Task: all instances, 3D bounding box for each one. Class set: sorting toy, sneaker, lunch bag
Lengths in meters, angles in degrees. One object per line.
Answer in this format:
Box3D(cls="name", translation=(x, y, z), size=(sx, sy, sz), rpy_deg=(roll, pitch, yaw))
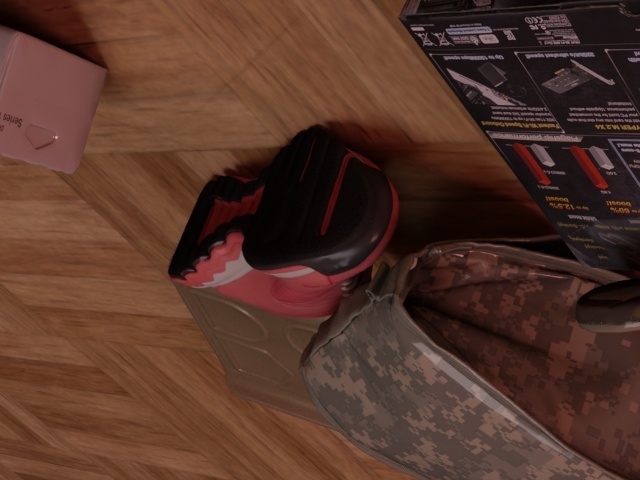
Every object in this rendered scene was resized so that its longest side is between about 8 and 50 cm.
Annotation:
Box3D(cls="sorting toy", translation=(0.017, 0.113, 1.521), size=(0.307, 0.041, 0.229), rpy_deg=(16, 149, 25))
Box3D(cls="sneaker", translation=(0.000, -0.001, 1.255), size=(0.136, 0.116, 0.314), rpy_deg=(27, 165, -22))
Box3D(cls="lunch bag", translation=(0.141, 0.102, 1.202), size=(0.287, 0.169, 0.235), rpy_deg=(27, 157, -8))

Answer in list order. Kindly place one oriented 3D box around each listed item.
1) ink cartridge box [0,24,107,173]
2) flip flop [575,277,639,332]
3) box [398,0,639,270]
Box3D(cls="ink cartridge box", translation=(-0.296, -0.133, 1.231), size=(0.219, 0.092, 0.160), rpy_deg=(19, -178, 17))
Box3D(cls="flip flop", translation=(0.284, 0.072, 0.990), size=(0.277, 0.080, 0.112), rpy_deg=(13, 176, -27))
Box3D(cls="box", translation=(0.229, -0.072, 0.871), size=(0.307, 0.076, 0.242), rpy_deg=(4, 146, 44))
